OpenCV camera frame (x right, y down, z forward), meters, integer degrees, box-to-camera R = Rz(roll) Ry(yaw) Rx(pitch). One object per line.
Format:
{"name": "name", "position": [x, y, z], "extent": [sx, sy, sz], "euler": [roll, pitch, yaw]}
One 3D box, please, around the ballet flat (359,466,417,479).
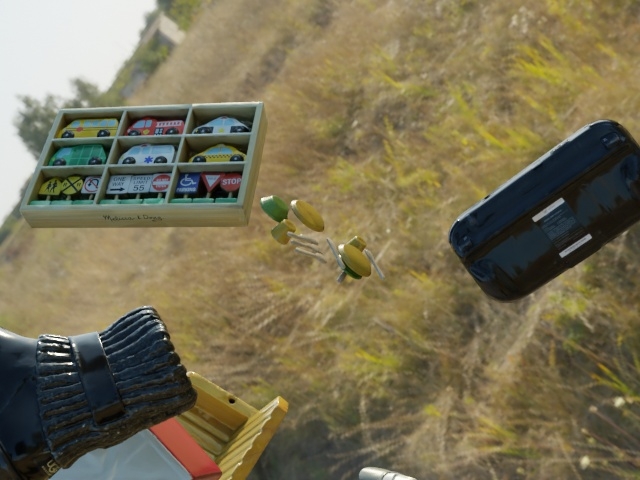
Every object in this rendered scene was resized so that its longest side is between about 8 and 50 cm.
{"name": "ballet flat", "position": [0.163, 0.437, 1.411], "extent": [0.072, 0.213, 0.068], "euler": [-34, -28, -48]}

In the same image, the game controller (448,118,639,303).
{"name": "game controller", "position": [0.357, -0.038, 1.287], "extent": [0.319, 0.166, 0.067], "euler": [-37, 10, 18]}

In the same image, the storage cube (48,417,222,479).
{"name": "storage cube", "position": [-0.298, 0.363, 1.305], "extent": [0.183, 0.215, 0.193], "euler": [-45, -13, -5]}

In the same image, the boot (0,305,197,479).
{"name": "boot", "position": [-0.330, 0.138, 1.044], "extent": [0.260, 0.348, 0.131], "euler": [-32, -33, -15]}

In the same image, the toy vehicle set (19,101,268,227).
{"name": "toy vehicle set", "position": [-0.205, -0.090, 1.002], "extent": [0.035, 0.266, 0.166], "euler": [78, -165, -52]}

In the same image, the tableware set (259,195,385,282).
{"name": "tableware set", "position": [0.000, 0.000, 0.926], "extent": [0.024, 0.154, 0.104], "euler": [-46, 51, 24]}

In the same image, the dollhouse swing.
{"name": "dollhouse swing", "position": [-0.282, 0.423, 1.742], "extent": [0.347, 0.315, 0.305], "euler": [-54, -10, -38]}
